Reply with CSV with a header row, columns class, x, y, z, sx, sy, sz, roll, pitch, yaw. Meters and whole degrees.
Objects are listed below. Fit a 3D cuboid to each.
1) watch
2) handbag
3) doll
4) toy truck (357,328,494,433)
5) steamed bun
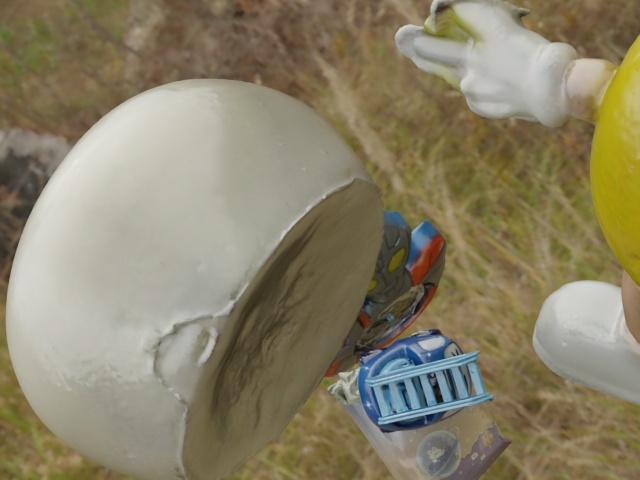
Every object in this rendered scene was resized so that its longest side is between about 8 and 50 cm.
class,x,y,z,sx,sy,sz,roll,pitch,yaw
watch,0.000,0.000,1.704,0.241,0.305,0.274,-37,64,-12
handbag,0.098,0.170,1.284,0.117,0.173,0.095,-43,13,-28
doll,0.229,-0.018,0.734,0.348,0.423,0.161,1,42,39
toy truck,0.066,0.086,0.792,0.073,0.056,0.090,-18,2,-17
steamed bun,-0.103,0.025,1.009,0.324,0.206,0.324,-51,-20,-27
